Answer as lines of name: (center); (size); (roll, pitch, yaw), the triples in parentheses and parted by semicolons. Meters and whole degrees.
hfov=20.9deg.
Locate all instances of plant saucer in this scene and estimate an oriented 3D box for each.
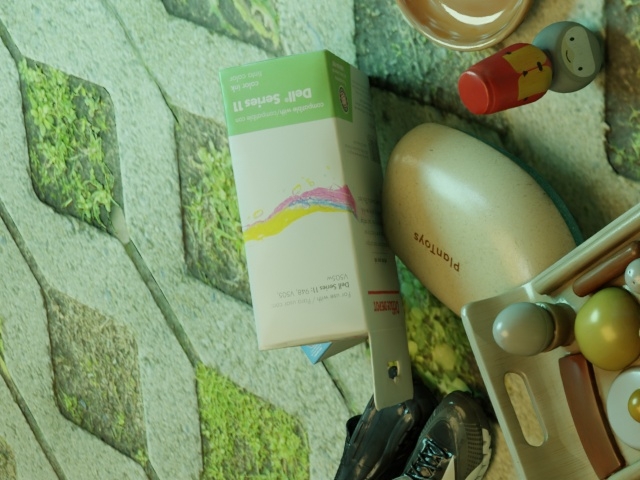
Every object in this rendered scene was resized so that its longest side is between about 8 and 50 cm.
plant saucer: (0.139, -0.284, 1.680); (0.200, 0.037, 0.200); (23, 123, 40)

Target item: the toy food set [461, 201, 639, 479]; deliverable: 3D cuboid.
toy food set: (0.249, 0.090, 1.456); (0.306, 0.092, 0.219); (-41, 61, 48)

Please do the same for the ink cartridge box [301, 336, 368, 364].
ink cartridge box: (0.001, 0.047, 1.936); (0.143, 0.090, 0.092); (53, 138, 16)

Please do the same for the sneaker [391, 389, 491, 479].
sneaker: (0.116, 0.267, 1.893); (0.078, 0.106, 0.234); (40, 132, 28)

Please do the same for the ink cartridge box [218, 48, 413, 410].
ink cartridge box: (0.000, 0.000, 1.761); (0.119, 0.207, 0.353); (-10, 86, 13)

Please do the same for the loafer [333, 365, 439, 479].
loafer: (0.061, 0.232, 1.968); (0.078, 0.076, 0.223); (51, 132, 27)

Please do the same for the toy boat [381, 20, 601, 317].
toy boat: (0.184, -0.060, 1.668); (0.267, 0.148, 0.318); (42, 141, 34)
